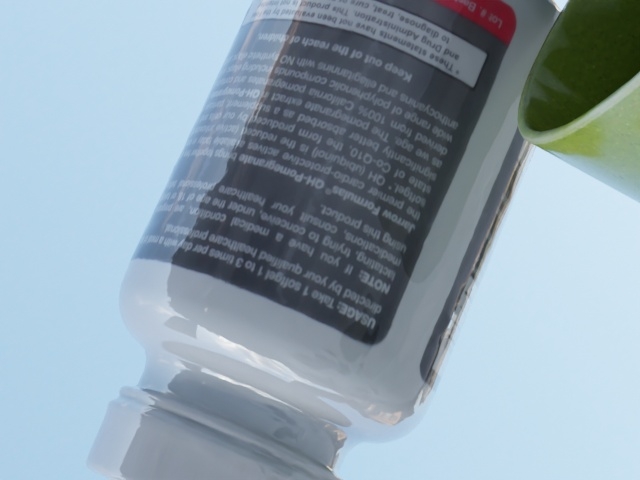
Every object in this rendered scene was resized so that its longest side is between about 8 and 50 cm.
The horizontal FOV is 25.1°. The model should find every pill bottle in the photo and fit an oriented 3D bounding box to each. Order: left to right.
[{"bbox_3d":[0.000,0.000,0.770,0.176,0.176,0.318,31,-104,-30],"label":"pill bottle"}]

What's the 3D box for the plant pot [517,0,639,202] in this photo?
[{"bbox_3d":[0.289,-0.071,0.642,0.293,0.275,0.274,35,-139,-8],"label":"plant pot"}]
